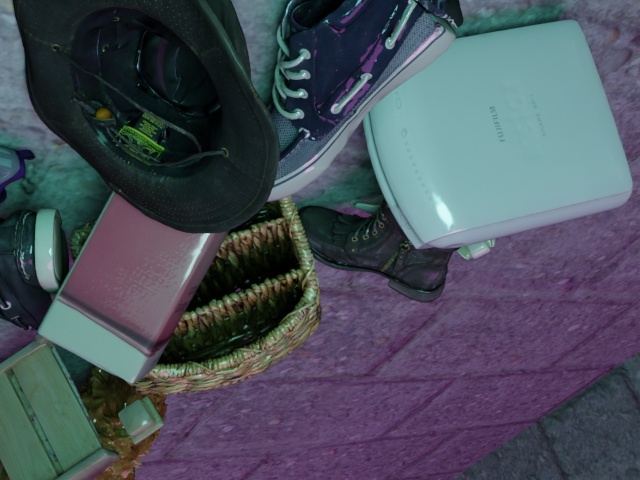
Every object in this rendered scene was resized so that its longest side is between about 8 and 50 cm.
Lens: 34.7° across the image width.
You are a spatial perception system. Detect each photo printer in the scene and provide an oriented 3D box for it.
[{"bbox_3d":[0.206,-0.130,1.258,0.308,0.255,0.107,-12,171,-19],"label":"photo printer"}]

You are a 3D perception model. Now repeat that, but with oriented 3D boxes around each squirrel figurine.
[{"bbox_3d":[-0.396,0.354,1.652,0.397,0.281,0.370,-31,158,20],"label":"squirrel figurine"}]

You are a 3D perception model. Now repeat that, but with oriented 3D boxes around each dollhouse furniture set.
[{"bbox_3d":[-0.414,0.235,1.422,0.356,0.303,0.174,-33,159,0],"label":"dollhouse furniture set"}]

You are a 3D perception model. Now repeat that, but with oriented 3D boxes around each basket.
[{"bbox_3d":[-0.155,0.068,1.370,0.299,0.213,0.223,-19,153,-9],"label":"basket"}]

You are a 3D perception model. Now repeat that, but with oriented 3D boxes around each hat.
[{"bbox_3d":[-0.142,-0.166,1.001,0.134,0.331,0.331,-51,170,-35],"label":"hat"}]

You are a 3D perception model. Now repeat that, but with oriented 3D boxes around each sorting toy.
[{"bbox_3d":[0.084,-0.048,1.509,0.075,0.044,0.083,11,-173,-9],"label":"sorting toy"}]

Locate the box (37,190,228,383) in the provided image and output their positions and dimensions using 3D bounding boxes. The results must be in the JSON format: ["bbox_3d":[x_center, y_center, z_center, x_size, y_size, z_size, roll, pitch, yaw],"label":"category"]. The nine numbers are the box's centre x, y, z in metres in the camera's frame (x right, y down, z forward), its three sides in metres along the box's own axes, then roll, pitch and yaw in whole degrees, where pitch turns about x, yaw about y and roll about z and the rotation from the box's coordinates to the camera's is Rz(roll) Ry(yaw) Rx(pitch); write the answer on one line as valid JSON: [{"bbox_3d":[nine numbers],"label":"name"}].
[{"bbox_3d":[-0.206,0.031,1.200,0.232,0.127,0.148,-62,180,1],"label":"box"}]

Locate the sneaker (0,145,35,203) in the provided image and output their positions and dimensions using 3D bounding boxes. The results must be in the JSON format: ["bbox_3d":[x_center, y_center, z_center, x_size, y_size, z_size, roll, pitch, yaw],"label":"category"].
[{"bbox_3d":[-0.410,-0.028,1.149,0.224,0.083,0.098,-40,153,28],"label":"sneaker"}]

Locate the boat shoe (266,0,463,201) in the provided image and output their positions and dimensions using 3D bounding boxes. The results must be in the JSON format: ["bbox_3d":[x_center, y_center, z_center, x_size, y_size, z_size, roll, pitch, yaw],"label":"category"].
[{"bbox_3d":[-0.015,-0.188,1.143,0.340,0.127,0.158,-44,141,20],"label":"boat shoe"}]

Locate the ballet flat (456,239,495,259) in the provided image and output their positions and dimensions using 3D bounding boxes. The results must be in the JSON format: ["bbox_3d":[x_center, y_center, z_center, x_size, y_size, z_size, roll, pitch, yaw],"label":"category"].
[{"bbox_3d":[0.209,-0.043,1.549,0.116,0.124,0.342,-30,152,11],"label":"ballet flat"}]

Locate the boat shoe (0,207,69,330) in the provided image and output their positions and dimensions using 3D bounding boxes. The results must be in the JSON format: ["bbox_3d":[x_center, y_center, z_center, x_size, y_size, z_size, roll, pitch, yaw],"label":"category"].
[{"bbox_3d":[-0.368,0.045,1.248,0.113,0.127,0.340,0,168,-11],"label":"boat shoe"}]

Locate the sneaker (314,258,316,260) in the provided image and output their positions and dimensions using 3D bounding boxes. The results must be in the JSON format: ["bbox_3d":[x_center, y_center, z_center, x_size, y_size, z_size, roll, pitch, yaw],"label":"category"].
[{"bbox_3d":[0.000,0.000,1.575,0.037,0.032,0.083,-28,161,-21],"label":"sneaker"}]

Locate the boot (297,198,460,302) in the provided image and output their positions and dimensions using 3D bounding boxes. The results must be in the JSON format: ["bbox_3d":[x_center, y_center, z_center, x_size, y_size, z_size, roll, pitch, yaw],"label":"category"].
[{"bbox_3d":[0.092,-0.034,1.394,0.263,0.091,0.229,23,148,8],"label":"boot"}]
